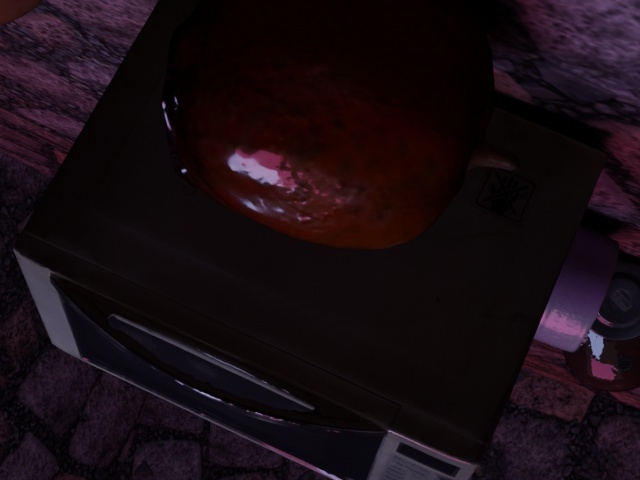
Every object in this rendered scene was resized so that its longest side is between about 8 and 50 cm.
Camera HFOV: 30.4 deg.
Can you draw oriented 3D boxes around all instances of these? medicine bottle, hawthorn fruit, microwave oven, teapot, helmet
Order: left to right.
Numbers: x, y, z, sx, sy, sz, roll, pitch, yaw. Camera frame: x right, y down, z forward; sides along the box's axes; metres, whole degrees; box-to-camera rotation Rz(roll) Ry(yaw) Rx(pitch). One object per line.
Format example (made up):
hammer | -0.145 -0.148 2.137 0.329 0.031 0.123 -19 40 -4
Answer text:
microwave oven | -0.010 0.017 1.021 0.394 0.333 0.247 24 161 7
hawthorn fruit | 0.018 -0.087 0.783 0.250 0.215 0.215 25 172 -10
medicine bottle | 0.169 0.013 1.231 0.255 0.152 0.152 21 172 4
helmet | 0.364 0.130 1.464 0.155 0.106 0.175 2 -168 7
teapot | 0.349 0.069 1.351 0.124 0.092 0.091 29 -171 -1

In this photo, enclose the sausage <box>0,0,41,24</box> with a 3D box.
sausage | -0.270 -0.244 0.805 0.121 0.121 0.304 21 173 7
